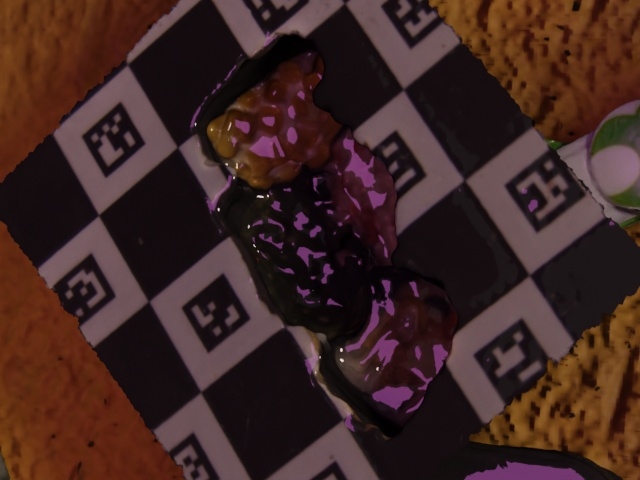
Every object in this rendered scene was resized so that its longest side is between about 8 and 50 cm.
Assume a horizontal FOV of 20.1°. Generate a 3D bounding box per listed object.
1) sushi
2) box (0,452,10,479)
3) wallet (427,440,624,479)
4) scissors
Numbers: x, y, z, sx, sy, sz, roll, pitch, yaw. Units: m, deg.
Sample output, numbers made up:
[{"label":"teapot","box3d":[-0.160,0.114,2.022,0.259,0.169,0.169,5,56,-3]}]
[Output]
[{"label":"sushi","box3d":[0.000,0.000,0.696,0.192,0.050,0.215,-44,66,15]},{"label":"box","box3d":[-0.291,0.052,0.786,0.225,0.117,0.225,-28,75,17]},{"label":"wallet","box3d":[0.035,0.185,0.683,0.149,0.044,0.250,9,87,19]},{"label":"scissors","box3d":[0.122,-0.027,0.679,0.204,0.027,0.101,-25,77,19]}]
